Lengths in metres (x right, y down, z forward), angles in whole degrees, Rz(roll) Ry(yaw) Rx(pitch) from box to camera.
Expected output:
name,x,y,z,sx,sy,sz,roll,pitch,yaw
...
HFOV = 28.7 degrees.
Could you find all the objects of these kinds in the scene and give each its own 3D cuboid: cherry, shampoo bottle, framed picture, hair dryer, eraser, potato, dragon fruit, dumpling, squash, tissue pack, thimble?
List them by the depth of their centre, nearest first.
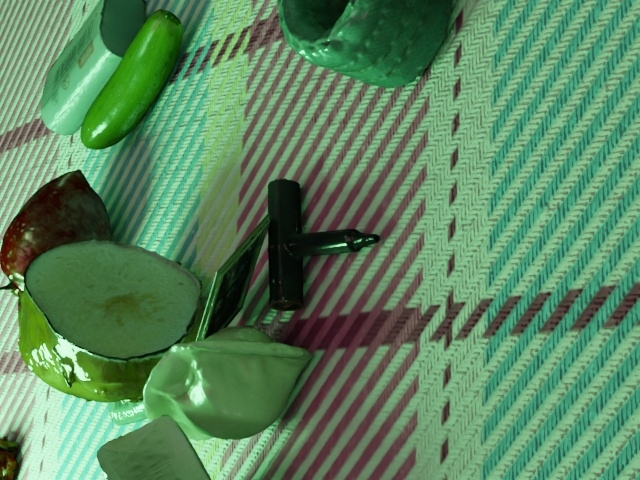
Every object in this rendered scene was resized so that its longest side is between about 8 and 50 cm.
name,x,y,z,sx,sy,sz,roll,pitch,yaw
thimble,0.049,-0.305,1.519,0.198,0.143,0.235,-41,49,39
tissue pack,-0.182,0.367,1.582,0.185,0.124,0.225,-126,18,-46
hair dryer,0.003,-0.015,1.589,0.195,0.050,0.173,-23,64,43
dumpling,-0.138,0.186,1.602,0.252,0.179,0.131,-39,51,40
framed picture,-0.117,0.066,1.632,0.011,0.142,0.183,28,132,9
potato,-0.293,0.148,1.801,0.300,0.247,0.196,39,139,44
shampoo bottle,-0.251,0.233,1.854,0.191,0.041,0.069,-16,59,49
squash,-0.298,-0.251,2.011,0.292,0.082,0.082,-50,45,31
cherry,-0.428,0.001,2.038,0.175,0.192,0.249,10,76,16
eraser,-0.389,-0.308,2.129,0.227,0.081,0.174,-43,32,40
dragon fruit,-0.600,0.394,2.231,0.142,0.175,0.138,-40,55,0
